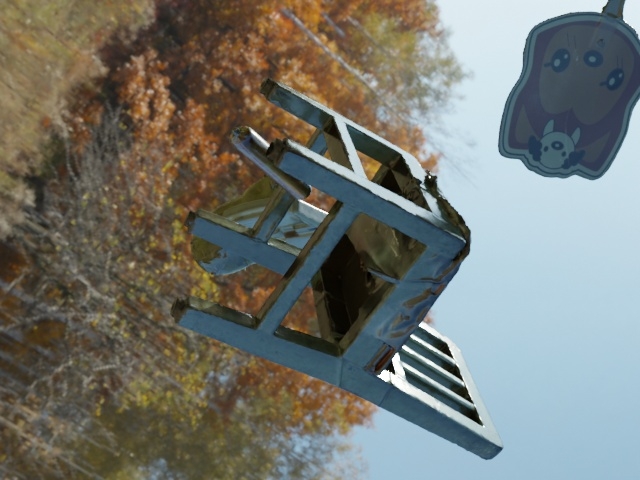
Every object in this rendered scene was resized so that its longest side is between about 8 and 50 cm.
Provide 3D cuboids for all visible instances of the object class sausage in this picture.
[{"bbox_3d":[-0.027,-0.045,0.410,0.015,0.100,0.015,-7,-109,21],"label":"sausage"}]

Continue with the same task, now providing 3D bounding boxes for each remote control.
[{"bbox_3d":[0.000,0.000,0.921,0.123,0.285,0.038,-11,-113,35],"label":"remote control"}]

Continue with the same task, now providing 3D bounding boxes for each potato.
[{"bbox_3d":[-0.124,-0.024,1.150,0.225,0.117,0.090,-39,-155,18],"label":"potato"}]

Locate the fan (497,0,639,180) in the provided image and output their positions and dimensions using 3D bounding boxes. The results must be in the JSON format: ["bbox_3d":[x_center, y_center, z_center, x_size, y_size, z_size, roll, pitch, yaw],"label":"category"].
[{"bbox_3d":[0.223,-0.154,0.553,0.009,0.132,0.220,-130,-125,-62],"label":"fan"}]

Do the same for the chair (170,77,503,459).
[{"bbox_3d":[0.048,0.022,0.487,0.147,0.270,0.136,-55,-159,22],"label":"chair"}]
